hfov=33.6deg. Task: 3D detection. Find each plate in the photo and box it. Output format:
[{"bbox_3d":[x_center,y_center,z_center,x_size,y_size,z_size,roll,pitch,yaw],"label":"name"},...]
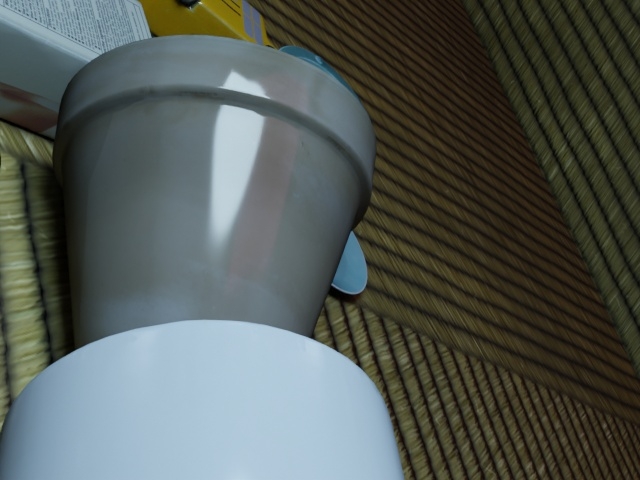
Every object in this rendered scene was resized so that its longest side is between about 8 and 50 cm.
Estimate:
[{"bbox_3d":[0.000,0.000,1.519,0.188,0.024,0.188,41,29,-28],"label":"plate"}]

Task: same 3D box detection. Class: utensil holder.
[{"bbox_3d":[-0.071,0.290,0.682,0.327,0.327,0.385,38,30,-34],"label":"utensil holder"}]

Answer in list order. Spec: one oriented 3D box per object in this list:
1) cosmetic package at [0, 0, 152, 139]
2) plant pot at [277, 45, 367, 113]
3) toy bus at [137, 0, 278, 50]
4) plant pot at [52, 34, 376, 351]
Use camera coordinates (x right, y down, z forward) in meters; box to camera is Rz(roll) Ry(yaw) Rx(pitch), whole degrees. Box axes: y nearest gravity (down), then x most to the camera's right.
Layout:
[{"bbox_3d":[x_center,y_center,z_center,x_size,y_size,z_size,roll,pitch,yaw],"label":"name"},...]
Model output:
[{"bbox_3d":[-0.316,-0.218,1.089,0.296,0.129,0.153,24,41,-50],"label":"cosmetic package"},{"bbox_3d":[-0.057,-0.117,1.324,0.293,0.196,0.293,35,34,-28],"label":"plant pot"},{"bbox_3d":[-0.177,-0.308,1.477,0.332,0.108,0.130,35,30,-37],"label":"toy bus"},{"bbox_3d":[-0.111,0.014,1.018,0.323,0.323,0.280,33,49,-40],"label":"plant pot"}]
